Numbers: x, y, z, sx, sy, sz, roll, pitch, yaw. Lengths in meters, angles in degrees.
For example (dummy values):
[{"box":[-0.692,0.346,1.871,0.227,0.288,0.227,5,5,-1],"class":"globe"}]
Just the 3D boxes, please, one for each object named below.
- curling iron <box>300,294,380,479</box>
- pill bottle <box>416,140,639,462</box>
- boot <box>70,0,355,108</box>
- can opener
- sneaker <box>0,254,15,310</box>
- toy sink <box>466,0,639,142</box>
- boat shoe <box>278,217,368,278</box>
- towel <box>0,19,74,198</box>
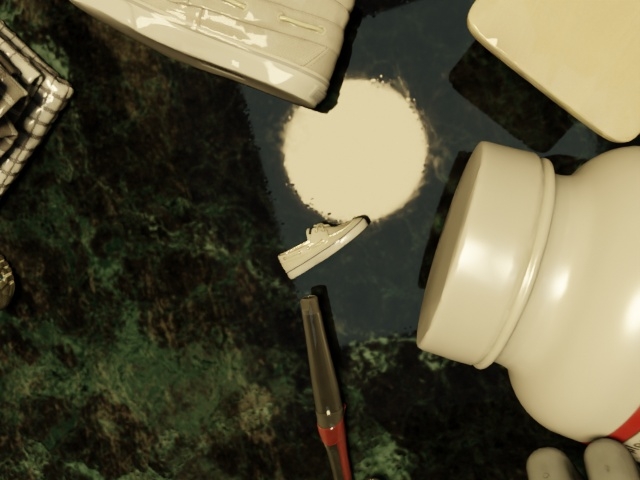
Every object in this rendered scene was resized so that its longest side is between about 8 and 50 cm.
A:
[{"box":[0.025,0.187,0.573,0.068,0.035,0.273,-16,95,8],"class":"curling iron"},{"box":[0.293,0.063,0.410,0.408,0.229,0.228,17,100,8],"class":"pill bottle"},{"box":[-0.098,-0.228,0.521,0.259,0.095,0.123,21,95,-2],"class":"boot"},{"box":[0.234,0.234,0.411,0.074,0.093,0.280,-22,128,24],"class":"can opener"},{"box":[-0.423,0.038,0.630,0.162,0.063,0.073,30,119,9],"class":"sneaker"},{"box":[0.238,-0.204,0.436,0.153,0.131,0.234,39,97,3],"class":"toy sink"},{"box":[0.000,0.000,0.554,0.100,0.035,0.035,-33,93,19],"class":"boat shoe"},{"box":[-0.444,-0.158,0.567,0.284,0.121,0.235,43,103,2],"class":"towel"}]
